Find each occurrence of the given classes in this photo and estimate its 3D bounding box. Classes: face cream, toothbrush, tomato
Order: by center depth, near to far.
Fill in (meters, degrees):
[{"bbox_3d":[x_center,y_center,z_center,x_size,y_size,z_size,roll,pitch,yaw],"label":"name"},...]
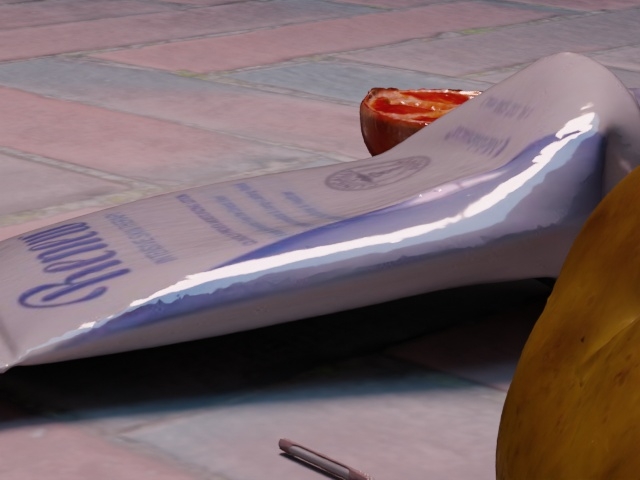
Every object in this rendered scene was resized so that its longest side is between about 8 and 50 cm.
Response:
[{"bbox_3d":[0.015,0.095,0.756,0.008,0.006,0.097,-10,18,-40],"label":"toothbrush"},{"bbox_3d":[0.000,0.000,0.966,0.420,0.137,0.235,-14,15,-15],"label":"face cream"},{"bbox_3d":[0.098,-0.056,1.221,0.156,0.069,0.155,3,12,-1],"label":"tomato"}]

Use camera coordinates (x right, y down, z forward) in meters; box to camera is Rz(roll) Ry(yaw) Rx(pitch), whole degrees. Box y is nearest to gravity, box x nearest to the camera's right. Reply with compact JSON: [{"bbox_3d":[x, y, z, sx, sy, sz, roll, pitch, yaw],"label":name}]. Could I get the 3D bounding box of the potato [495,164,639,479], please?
[{"bbox_3d":[0.146,0.059,0.581,0.195,0.176,0.369,-3,19,12],"label":"potato"}]
